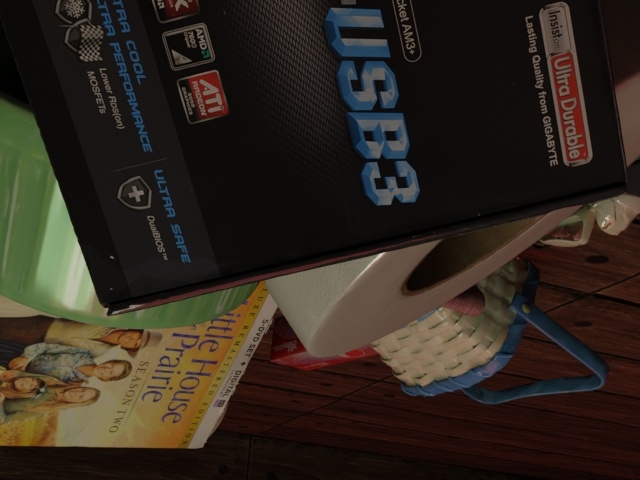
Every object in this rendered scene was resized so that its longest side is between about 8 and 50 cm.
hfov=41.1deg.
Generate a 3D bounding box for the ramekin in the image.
[{"bbox_3d":[-0.157,-0.063,0.666,0.304,0.303,0.148,13,115,-18],"label":"ramekin"}]

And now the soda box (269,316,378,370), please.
[{"bbox_3d":[0.021,0.163,1.493,0.092,0.083,0.263,20,153,-32],"label":"soda box"}]

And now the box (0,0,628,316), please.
[{"bbox_3d":[-0.012,-0.134,0.445,0.294,0.295,0.073,-12,-164,4],"label":"box"}]

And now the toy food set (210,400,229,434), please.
[{"bbox_3d":[-0.255,0.118,1.193,0.220,0.306,0.092,24,124,-37],"label":"toy food set"}]

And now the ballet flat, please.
[{"bbox_3d":[0.310,-0.032,0.965,0.074,0.074,0.203,20,153,-32],"label":"ballet flat"}]

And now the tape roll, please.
[{"bbox_3d":[0.134,-0.041,0.700,0.392,0.072,0.392,-32,164,-11],"label":"tape roll"}]

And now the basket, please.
[{"bbox_3d":[0.211,0.124,1.161,0.289,0.201,0.255,44,145,-15],"label":"basket"}]

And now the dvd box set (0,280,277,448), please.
[{"bbox_3d":[-0.270,0.103,0.930,0.421,0.062,0.307,11,121,-33],"label":"dvd box set"}]

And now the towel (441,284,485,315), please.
[{"bbox_3d":[0.000,0.000,0.968,0.329,0.037,0.237,12,-162,-16],"label":"towel"}]
